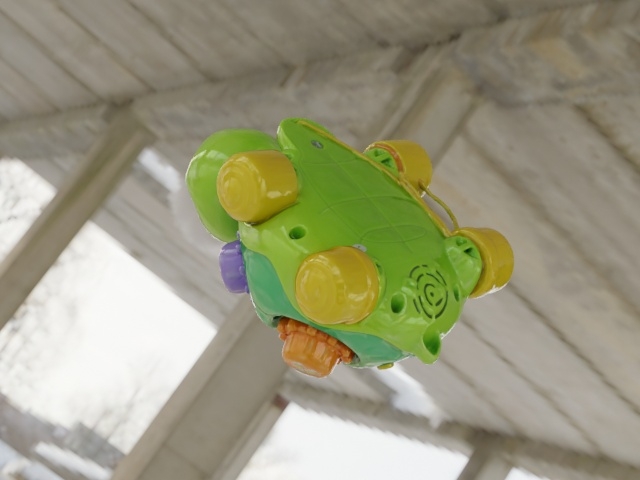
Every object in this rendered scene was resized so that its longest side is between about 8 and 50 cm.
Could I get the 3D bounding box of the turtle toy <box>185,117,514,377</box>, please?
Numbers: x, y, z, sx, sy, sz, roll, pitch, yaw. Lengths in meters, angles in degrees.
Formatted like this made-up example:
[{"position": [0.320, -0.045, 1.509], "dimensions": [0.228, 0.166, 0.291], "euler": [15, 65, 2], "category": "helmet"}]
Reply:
[{"position": [0.000, 0.000, 0.506], "dimensions": [0.130, 0.095, 0.066], "euler": [50, -52, 30], "category": "turtle toy"}]
